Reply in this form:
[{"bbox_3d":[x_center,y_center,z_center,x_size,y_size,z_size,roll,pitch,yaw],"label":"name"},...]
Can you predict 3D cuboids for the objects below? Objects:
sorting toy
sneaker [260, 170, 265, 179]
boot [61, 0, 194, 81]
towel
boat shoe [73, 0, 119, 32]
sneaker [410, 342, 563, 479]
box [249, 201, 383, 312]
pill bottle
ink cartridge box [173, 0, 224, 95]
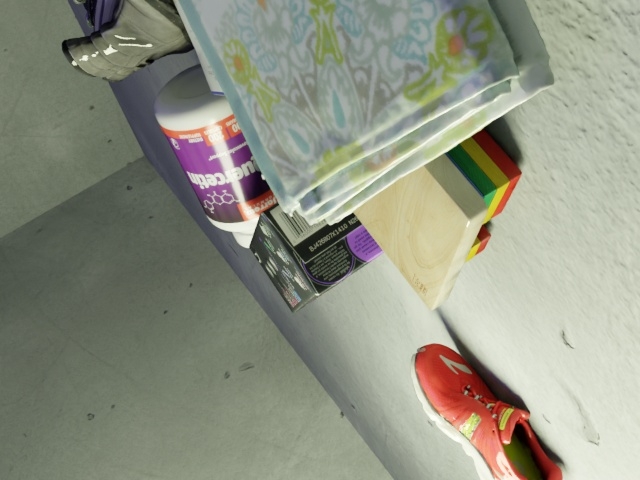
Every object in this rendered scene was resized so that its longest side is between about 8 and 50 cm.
[{"bbox_3d":[0.092,-0.086,0.848,0.255,0.089,0.257,53,167,19],"label":"sorting toy"},{"bbox_3d":[-0.029,-0.138,1.036,0.072,0.178,0.077,-2,117,27],"label":"sneaker"},{"bbox_3d":[-0.307,-0.329,1.217,0.338,0.223,0.118,25,-136,-76],"label":"boot"},{"bbox_3d":[-0.002,-0.221,0.657,0.320,0.090,0.374,-29,86,56],"label":"towel"},{"bbox_3d":[-0.365,-0.447,1.479,0.156,0.187,0.500,53,173,-8],"label":"boat shoe"},{"bbox_3d":[0.244,0.251,1.124,0.279,0.107,0.118,51,147,13],"label":"sneaker"},{"bbox_3d":[0.000,0.000,1.212,0.143,0.165,0.270,56,166,4],"label":"box"},{"bbox_3d":[-0.151,-0.144,1.393,0.181,0.181,0.323,42,160,50],"label":"pill bottle"},{"bbox_3d":[-0.129,-0.330,0.981,0.303,0.072,0.307,25,144,62],"label":"ink cartridge box"}]
